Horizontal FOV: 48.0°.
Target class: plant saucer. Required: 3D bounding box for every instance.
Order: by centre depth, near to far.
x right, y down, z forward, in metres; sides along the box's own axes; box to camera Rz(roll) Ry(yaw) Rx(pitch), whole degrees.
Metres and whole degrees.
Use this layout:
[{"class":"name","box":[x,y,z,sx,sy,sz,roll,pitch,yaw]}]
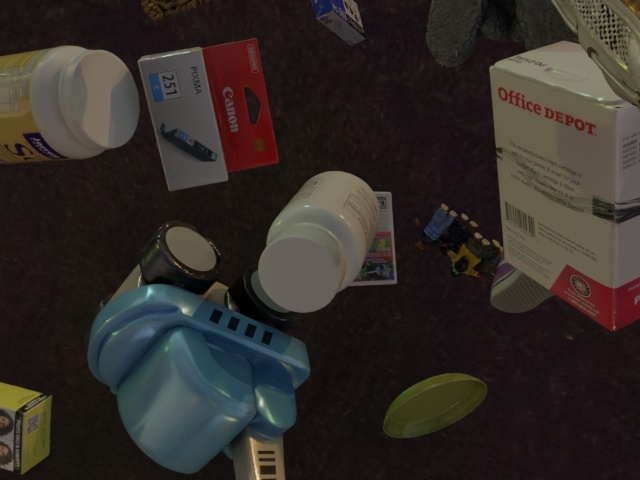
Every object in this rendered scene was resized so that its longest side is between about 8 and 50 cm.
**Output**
[{"class":"plant saucer","box":[0.242,0.352,1.556,0.241,0.241,0.037,-17,54,-7]}]

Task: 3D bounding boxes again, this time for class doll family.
[{"class":"doll family","box":[0.274,0.015,1.455,0.193,0.076,0.111,45,120,19]}]

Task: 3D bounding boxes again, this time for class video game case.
[{"class":"video game case","box":[0.054,-0.004,1.379,0.201,0.023,0.183,0,84,-29]}]

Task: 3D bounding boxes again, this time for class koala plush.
[{"class":"koala plush","box":[0.248,-0.328,0.842,0.196,0.203,0.221,14,38,27]}]

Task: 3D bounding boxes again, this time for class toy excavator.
[{"class":"toy excavator","box":[-0.109,0.254,0.961,0.433,0.222,0.445,29,32,-29]}]

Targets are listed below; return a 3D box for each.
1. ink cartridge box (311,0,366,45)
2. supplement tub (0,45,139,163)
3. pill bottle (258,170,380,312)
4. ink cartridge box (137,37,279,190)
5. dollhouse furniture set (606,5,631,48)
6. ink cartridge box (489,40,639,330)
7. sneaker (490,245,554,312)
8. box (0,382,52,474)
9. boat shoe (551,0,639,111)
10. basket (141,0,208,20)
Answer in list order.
[{"class":"ink cartridge box","box":[0.039,-0.528,1.651,0.046,0.207,0.097,-18,80,23]},{"class":"supplement tub","box":[-0.589,-0.293,1.565,0.331,0.241,0.241,0,76,27]},{"class":"pill bottle","box":[0.000,0.000,0.961,0.131,0.229,0.131,5,113,13]},{"class":"ink cartridge box","box":[-0.241,-0.279,1.598,0.261,0.066,0.296,-12,112,-5]},{"class":"dollhouse furniture set","box":[0.559,-0.315,0.930,0.303,0.174,0.356,-18,51,19]},{"class":"ink cartridge box","box":[0.263,-0.060,0.713,0.100,0.172,0.237,-23,122,-16]},{"class":"sneaker","box":[0.381,0.008,1.209,0.102,0.282,0.161,25,65,-12]},{"class":"box","box":[-0.456,0.218,0.910,0.232,0.058,0.087,12,103,15]},{"class":"boat shoe","box":[0.244,-0.133,0.496,0.098,0.096,0.277,-22,61,-6]},{"class":"basket","box":[-0.263,-0.545,1.291,0.213,0.299,0.223,-22,118,4]}]
